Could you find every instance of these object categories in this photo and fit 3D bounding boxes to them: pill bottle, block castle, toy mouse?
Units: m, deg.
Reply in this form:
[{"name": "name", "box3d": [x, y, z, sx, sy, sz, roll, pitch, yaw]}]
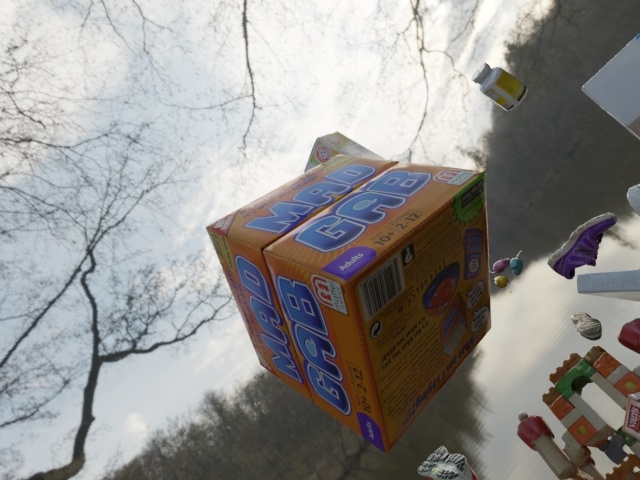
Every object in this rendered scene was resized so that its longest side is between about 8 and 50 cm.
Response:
[{"name": "pill bottle", "box3d": [0.638, -0.556, 1.575, 0.103, 0.184, 0.103, -56, 11, 17]}, {"name": "block castle", "box3d": [0.773, 0.445, 1.163, 0.453, 0.303, 0.212, -51, 23, 12]}, {"name": "toy mouse", "box3d": [0.603, 0.084, 1.418, 0.143, 0.031, 0.161, -55, 12, 1]}]

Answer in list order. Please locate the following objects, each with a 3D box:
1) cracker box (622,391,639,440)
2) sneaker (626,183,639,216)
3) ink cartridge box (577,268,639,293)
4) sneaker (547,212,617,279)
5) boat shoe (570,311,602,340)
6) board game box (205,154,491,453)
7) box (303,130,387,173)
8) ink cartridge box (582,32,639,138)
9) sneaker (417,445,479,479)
[{"name": "cracker box", "box3d": [0.577, 0.279, 0.594, 0.156, 0.232, 0.067, -4, -78, -23]}, {"name": "sneaker", "box3d": [0.987, -0.162, 1.234, 0.292, 0.110, 0.118, -33, 0, -30]}, {"name": "ink cartridge box", "box3d": [0.949, 0.126, 1.173, 0.330, 0.325, 0.071, 154, 123, -70]}, {"name": "sneaker", "box3d": [0.542, 0.013, 0.888, 0.068, 0.071, 0.169, -17, -36, -33]}, {"name": "boat shoe", "box3d": [0.706, 0.233, 1.153, 0.056, 0.049, 0.152, -24, 3, 20]}, {"name": "board game box", "box3d": [0.072, 0.078, 0.843, 0.357, 0.357, 0.355, -35, -56, -33]}, {"name": "box", "box3d": [0.078, -0.175, 1.094, 0.114, 0.203, 0.103, -34, -26, -53]}, {"name": "ink cartridge box", "box3d": [0.851, -0.341, 0.997, 0.395, 0.166, 0.285, 14, -48, -34]}, {"name": "sneaker", "box3d": [0.354, 0.650, 1.197, 0.107, 0.118, 0.279, -38, -10, -13]}]
